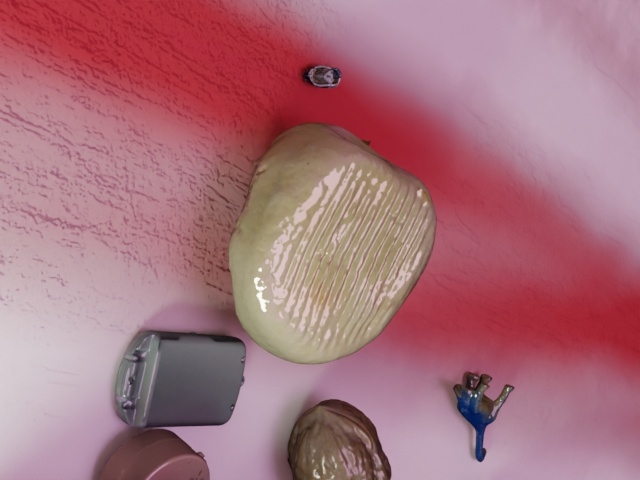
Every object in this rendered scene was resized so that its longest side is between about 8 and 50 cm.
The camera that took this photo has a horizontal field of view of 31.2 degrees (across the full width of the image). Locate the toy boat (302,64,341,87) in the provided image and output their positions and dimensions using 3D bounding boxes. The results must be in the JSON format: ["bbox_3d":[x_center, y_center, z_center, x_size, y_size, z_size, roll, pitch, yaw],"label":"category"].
[{"bbox_3d":[0.004,-0.253,1.775,0.083,0.038,0.038,-7,107,-50],"label":"toy boat"}]

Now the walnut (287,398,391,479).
[{"bbox_3d":[0.028,0.363,1.901,0.178,0.178,0.230,-38,124,-37],"label":"walnut"}]

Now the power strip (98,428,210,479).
[{"bbox_3d":[-0.234,0.345,1.624,0.154,0.078,0.154,-28,133,-34],"label":"power strip"}]

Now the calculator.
[{"bbox_3d":[-0.195,0.203,1.671,0.246,0.045,0.141,9,95,-50],"label":"calculator"}]

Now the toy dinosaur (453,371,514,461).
[{"bbox_3d":[0.301,0.362,2.301,0.248,0.075,0.188,12,100,-57],"label":"toy dinosaur"}]

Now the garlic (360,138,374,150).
[{"bbox_3d":[0.059,-0.090,1.866,0.084,0.066,0.152,2,97,-52],"label":"garlic"}]

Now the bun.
[{"bbox_3d":[0.000,0.000,1.717,0.361,0.213,0.361,-9,107,-31],"label":"bun"}]
